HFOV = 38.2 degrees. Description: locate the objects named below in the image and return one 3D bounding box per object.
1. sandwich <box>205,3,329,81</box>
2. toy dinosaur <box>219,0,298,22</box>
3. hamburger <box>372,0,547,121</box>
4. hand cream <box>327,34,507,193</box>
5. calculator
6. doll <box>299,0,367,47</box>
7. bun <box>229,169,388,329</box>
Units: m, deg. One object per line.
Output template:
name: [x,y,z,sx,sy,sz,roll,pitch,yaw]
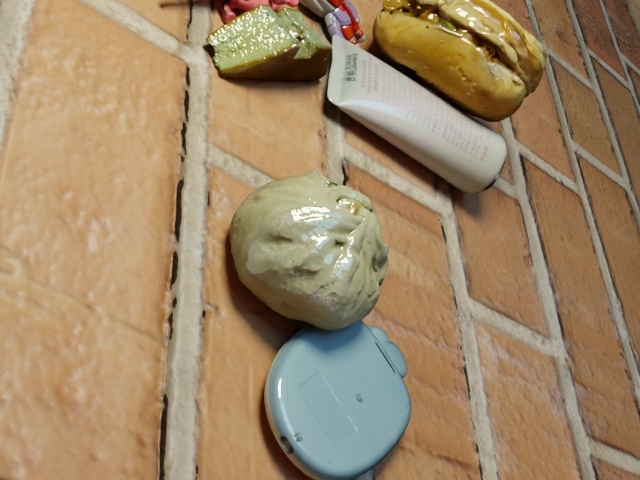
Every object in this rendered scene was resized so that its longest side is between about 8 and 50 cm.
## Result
sandwich: [-0.060,-0.296,1.385,0.244,0.088,0.090,-14,70,-53]
toy dinosaur: [-0.144,-0.399,1.404,0.286,0.070,0.139,-3,54,-47]
hamburger: [0.245,-0.339,1.642,0.304,0.174,0.284,35,9,1]
hand cream: [0.157,-0.204,1.570,0.359,0.118,0.185,29,43,-23]
calculator: [0.032,0.185,1.146,0.188,0.042,0.303,56,35,1]
doll: [0.006,-0.425,1.579,0.227,0.075,0.102,50,44,-25]
bun: [0.000,0.000,1.159,0.231,0.133,0.231,27,34,-20]
